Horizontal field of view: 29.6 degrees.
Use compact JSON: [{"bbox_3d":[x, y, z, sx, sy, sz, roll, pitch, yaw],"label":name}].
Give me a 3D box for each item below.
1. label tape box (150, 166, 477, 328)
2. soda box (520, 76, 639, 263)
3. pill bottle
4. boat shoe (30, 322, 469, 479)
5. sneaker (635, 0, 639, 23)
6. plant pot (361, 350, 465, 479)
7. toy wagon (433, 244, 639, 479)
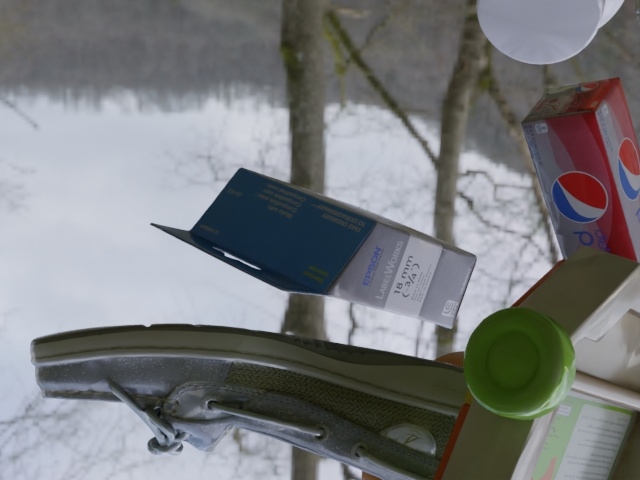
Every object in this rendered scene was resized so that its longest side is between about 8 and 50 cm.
[{"bbox_3d":[0.000,0.000,1.476,0.241,0.105,0.334,24,-175,40],"label":"label tape box"},{"bbox_3d":[0.296,-0.031,1.270,0.083,0.263,0.092,-6,-154,34],"label":"soda box"},{"bbox_3d":[0.207,-0.258,1.058,0.136,0.136,0.245,8,-140,14],"label":"pill bottle"},{"bbox_3d":[-0.033,0.115,0.800,0.321,0.103,0.118,11,172,-17],"label":"boat shoe"},{"bbox_3d":[0.441,-0.341,1.430,0.081,0.208,0.094,21,158,-14],"label":"sneaker"},{"bbox_3d":[0.179,0.244,1.233,0.205,0.205,0.188,-13,-150,-38],"label":"plant pot"},{"bbox_3d":[0.128,0.178,0.714,0.068,0.344,0.267,22,180,37],"label":"toy wagon"}]
